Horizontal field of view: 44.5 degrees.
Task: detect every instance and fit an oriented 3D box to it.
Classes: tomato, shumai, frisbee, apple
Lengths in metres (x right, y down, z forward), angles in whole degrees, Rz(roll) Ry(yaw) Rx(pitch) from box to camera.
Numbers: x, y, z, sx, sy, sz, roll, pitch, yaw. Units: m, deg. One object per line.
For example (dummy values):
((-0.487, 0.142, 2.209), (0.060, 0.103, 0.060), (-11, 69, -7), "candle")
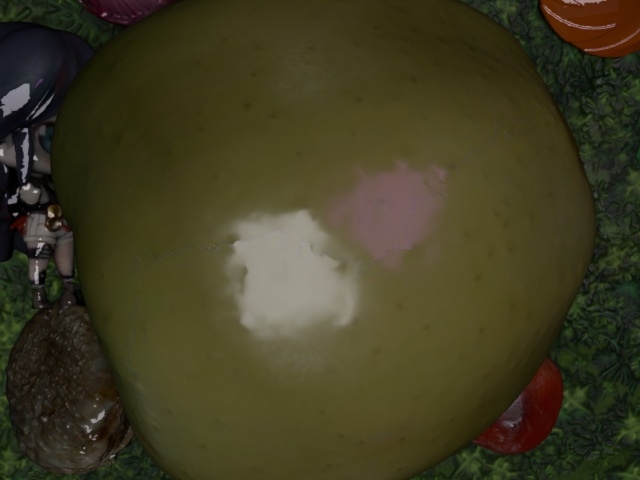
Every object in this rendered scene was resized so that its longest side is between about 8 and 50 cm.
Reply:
((0.221, 0.188, 0.920), (0.159, 0.091, 0.139), (21, 99, -13), "tomato")
((-0.243, 0.163, 0.837), (0.153, 0.209, 0.161), (41, 78, -44), "shumai")
((0.332, -0.301, 0.866), (0.192, 0.035, 0.192), (-2, 102, -7), "frisbee")
((0.000, 0.000, 0.686), (0.473, 0.473, 0.473), (-1, 101, -7), "apple")

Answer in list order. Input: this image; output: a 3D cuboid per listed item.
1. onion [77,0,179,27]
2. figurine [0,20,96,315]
((-0.169, -0.322, 0.736), (0.163, 0.230, 0.230), (-37, 106, -37), "onion")
((-0.294, -0.079, 0.768), (0.197, 0.175, 0.265), (21, 90, -6), "figurine")
